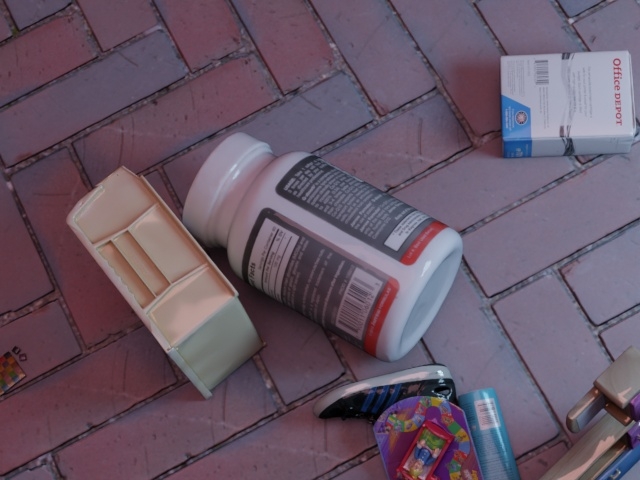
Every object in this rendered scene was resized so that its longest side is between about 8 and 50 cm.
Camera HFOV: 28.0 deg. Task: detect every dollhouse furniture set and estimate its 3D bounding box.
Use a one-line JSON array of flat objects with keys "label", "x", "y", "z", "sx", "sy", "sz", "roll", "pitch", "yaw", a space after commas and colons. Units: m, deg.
[{"label": "dollhouse furniture set", "x": 0.440, "y": 0.342, "z": 1.590, "sx": 0.198, "sy": 0.286, "sz": 0.303, "roll": -43, "pitch": 59, "yaw": -8}]

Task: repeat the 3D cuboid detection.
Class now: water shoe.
[{"label": "water shoe", "x": 0.091, "y": 0.231, "z": 1.795, "sx": 0.203, "sy": 0.073, "sz": 0.080, "roll": -16, "pitch": 73, "yaw": 4}]

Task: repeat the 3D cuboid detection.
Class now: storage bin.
[{"label": "storage bin", "x": -0.213, "y": 0.059, "z": 1.798, "sx": 0.123, "sy": 0.262, "sz": 0.260, "roll": -38, "pitch": 70, "yaw": -7}]

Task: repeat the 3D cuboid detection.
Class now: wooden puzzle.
[{"label": "wooden puzzle", "x": -0.473, "y": 0.199, "z": 1.922, "sx": 0.083, "sy": 0.006, "sz": 0.049, "roll": -38, "pitch": 70, "yaw": -6}]

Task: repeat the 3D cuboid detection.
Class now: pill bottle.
[{"label": "pill bottle", "x": 0.000, "y": 0.000, "z": 1.816, "sx": 0.363, "sy": 0.210, "sz": 0.210, "roll": 30, "pitch": 77, "yaw": 17}]

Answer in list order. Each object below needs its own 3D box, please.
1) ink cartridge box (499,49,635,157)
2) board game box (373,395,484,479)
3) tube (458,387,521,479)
[{"label": "ink cartridge box", "x": 0.362, "y": -0.201, "z": 1.903, "sx": 0.190, "sy": 0.082, "sz": 0.140, "roll": -1, "pitch": 71, "yaw": 7}, {"label": "board game box", "x": 0.144, "y": 0.297, "z": 1.744, "sx": 0.133, "sy": 0.033, "sz": 0.169, "roll": -16, "pitch": 92, "yaw": 19}, {"label": "tube", "x": 0.237, "y": 0.308, "z": 1.761, "sx": 0.080, "sy": 0.052, "sz": 0.207, "roll": -15, "pitch": 74, "yaw": 15}]
